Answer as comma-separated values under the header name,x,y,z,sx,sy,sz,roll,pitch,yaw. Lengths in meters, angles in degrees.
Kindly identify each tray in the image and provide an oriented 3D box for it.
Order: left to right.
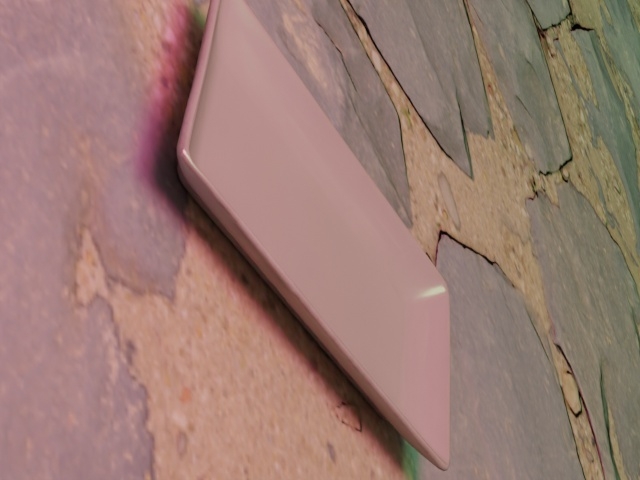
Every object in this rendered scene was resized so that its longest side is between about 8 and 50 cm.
name,x,y,z,sx,sy,sz,roll,pitch,yaw
tray,0.000,0.000,0.711,0.270,0.030,0.145,52,31,-37
